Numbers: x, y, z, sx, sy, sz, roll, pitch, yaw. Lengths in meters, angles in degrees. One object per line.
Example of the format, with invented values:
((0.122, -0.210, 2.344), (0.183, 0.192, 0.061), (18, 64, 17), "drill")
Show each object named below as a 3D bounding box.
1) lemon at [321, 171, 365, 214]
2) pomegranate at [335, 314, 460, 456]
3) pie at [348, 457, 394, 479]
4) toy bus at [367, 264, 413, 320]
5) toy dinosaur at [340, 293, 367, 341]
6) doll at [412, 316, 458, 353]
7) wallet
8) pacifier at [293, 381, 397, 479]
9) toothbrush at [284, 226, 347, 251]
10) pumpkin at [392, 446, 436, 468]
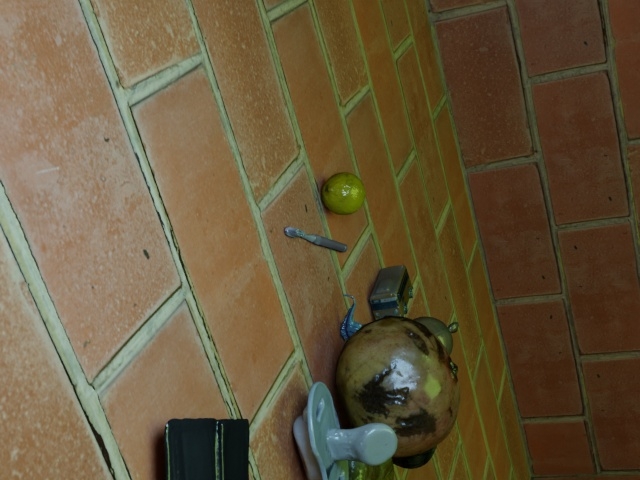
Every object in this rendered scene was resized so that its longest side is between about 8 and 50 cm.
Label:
((0.058, -0.116, 2.113), (0.133, 0.109, 0.109), (6, 77, -61), "lemon")
((0.182, 0.335, 1.969), (0.322, 0.322, 0.322), (-8, 90, -68), "pomegranate")
((0.116, 0.583, 2.070), (0.306, 0.071, 0.307), (-4, 90, -68), "pie")
((0.200, 0.150, 2.397), (0.182, 0.091, 0.103), (-61, 136, -59), "toy bus")
((0.090, 0.226, 2.111), (0.045, 0.080, 0.198), (-49, 133, -68), "toy dinosaur")
((0.233, 0.297, 2.288), (0.330, 0.235, 0.174), (-2, 57, -58), "doll")
((-0.181, 0.424, 1.427), (0.323, 0.041, 0.247), (30, 56, -67), "wallet")
((0.060, 0.422, 1.802), (0.227, 0.207, 0.279), (-59, 137, -64), "pacifier")
((0.000, 0.000, 2.033), (0.354, 0.029, 0.024), (18, 80, -67), "toothbrush")
((0.243, 0.493, 2.256), (0.220, 0.161, 0.221), (20, 90, -76), "pumpkin")
